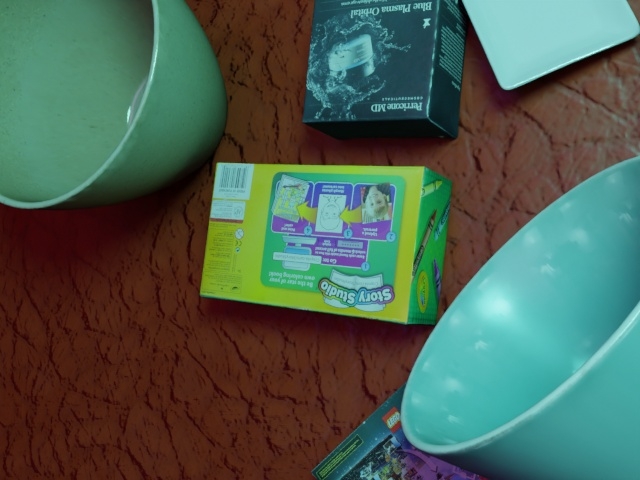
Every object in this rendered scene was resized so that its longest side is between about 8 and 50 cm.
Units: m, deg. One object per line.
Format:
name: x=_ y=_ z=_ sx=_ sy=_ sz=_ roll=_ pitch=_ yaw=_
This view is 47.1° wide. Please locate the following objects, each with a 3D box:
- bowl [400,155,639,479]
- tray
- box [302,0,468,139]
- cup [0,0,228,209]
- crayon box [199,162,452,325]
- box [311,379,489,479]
bowl: x=0.230 y=0.095 z=0.607 sx=0.163 sy=0.311 sz=0.311 roll=40 pitch=105 yaw=-6
tray: x=0.215 y=-0.297 z=0.785 sx=0.145 sy=0.030 sz=0.270 roll=-22 pitch=73 yaw=12
box: x=0.074 y=-0.199 z=0.827 sx=0.156 sy=0.093 sz=0.158 roll=3 pitch=86 yaw=30
cup: x=-0.253 y=-0.183 z=0.925 sx=0.331 sy=0.237 sz=0.331 roll=-5 pitch=80 yaw=29
crayon box: x=0.000 y=0.000 z=0.845 sx=0.278 sy=0.081 sz=0.165 roll=5 pitch=86 yaw=30
box: x=0.121 y=0.232 z=0.766 sx=0.233 sy=0.044 sz=0.159 roll=-47 pitch=64 yaw=16
